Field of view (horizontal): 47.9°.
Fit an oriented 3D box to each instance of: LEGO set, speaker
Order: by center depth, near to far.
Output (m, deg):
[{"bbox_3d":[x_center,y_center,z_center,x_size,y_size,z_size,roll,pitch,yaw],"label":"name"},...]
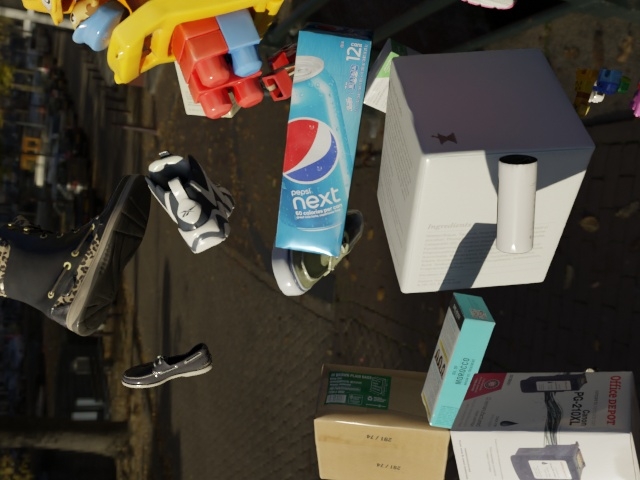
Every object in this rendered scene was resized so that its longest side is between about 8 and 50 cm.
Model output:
[{"bbox_3d":[0.281,-0.053,1.033,0.055,0.055,0.136,-137,39,-60],"label":"speaker"},{"bbox_3d":[0.541,-0.277,1.389,0.227,0.086,0.093,-121,44,-73],"label":"LEGO set"}]

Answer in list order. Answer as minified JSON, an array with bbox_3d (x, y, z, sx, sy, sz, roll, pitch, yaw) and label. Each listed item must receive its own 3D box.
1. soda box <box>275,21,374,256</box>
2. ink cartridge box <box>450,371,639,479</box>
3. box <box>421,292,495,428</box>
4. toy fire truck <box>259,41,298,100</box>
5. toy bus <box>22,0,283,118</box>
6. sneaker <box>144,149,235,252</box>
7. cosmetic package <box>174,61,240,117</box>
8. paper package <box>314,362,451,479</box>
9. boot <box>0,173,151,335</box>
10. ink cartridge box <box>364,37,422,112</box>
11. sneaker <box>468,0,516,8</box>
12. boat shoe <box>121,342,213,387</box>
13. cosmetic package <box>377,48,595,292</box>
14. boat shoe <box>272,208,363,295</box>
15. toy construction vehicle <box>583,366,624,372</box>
[{"bbox_3d":[0.003,-0.096,0.693,0.071,0.067,0.210,-76,-7,-67],"label":"soda box"},{"bbox_3d":[0.325,0.267,1.022,0.237,0.172,0.100,-6,106,26],"label":"ink cartridge box"},{"bbox_3d":[0.260,0.232,1.383,0.100,0.060,0.244,-97,18,-65],"label":"box"},{"bbox_3d":[-0.063,-0.307,1.295,0.047,0.135,0.192,59,164,-23],"label":"toy fire truck"},{"bbox_3d":[-0.135,-0.199,0.589,0.212,0.220,0.149,71,162,0],"label":"toy bus"},{"bbox_3d":[-0.216,-0.091,1.181,0.235,0.094,0.153,-97,-18,-65],"label":"sneaker"},{"bbox_3d":[-0.224,-0.425,1.463,0.160,0.113,0.310,-64,-25,-47],"label":"cosmetic package"},{"bbox_3d":[0.158,0.463,1.783,0.168,0.324,0.310,-78,-11,-45],"label":"paper package"},{"bbox_3d":[-0.564,-0.002,1.612,0.138,0.284,0.378,54,-127,-71],"label":"boot"},{"bbox_3d":[0.231,-0.389,1.829,0.154,0.212,0.093,-58,20,33],"label":"ink cartridge box"},{"bbox_3d":[0.232,-0.480,1.191,0.111,0.252,0.103,-53,0,31],"label":"sneaker"},{"bbox_3d":[-0.349,0.277,1.628,0.075,0.206,0.065,-120,21,-61],"label":"boat shoe"},{"bbox_3d":[0.315,-0.141,1.517,0.394,0.327,0.330,92,173,-48],"label":"cosmetic package"},{"bbox_3d":[0.000,0.000,1.226,0.302,0.094,0.109,-56,-50,-64],"label":"boat shoe"},{"bbox_3d":[0.512,0.271,1.296,0.085,0.035,0.098,23,99,44],"label":"toy construction vehicle"}]
